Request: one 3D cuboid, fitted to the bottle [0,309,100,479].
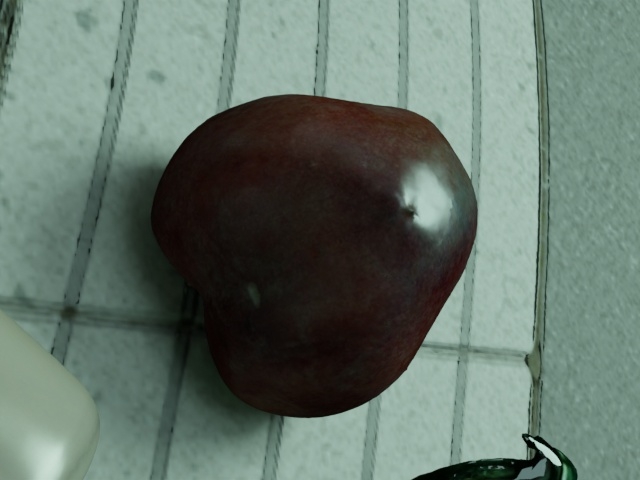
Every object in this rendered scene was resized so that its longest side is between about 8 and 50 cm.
[{"bbox_3d":[-0.201,0.033,0.497,0.236,0.147,0.147,44,45,-11],"label":"bottle"}]

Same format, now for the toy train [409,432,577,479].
[{"bbox_3d":[0.050,0.182,0.586,0.301,0.202,0.120,37,33,-52],"label":"toy train"}]

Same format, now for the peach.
[{"bbox_3d":[0.000,0.000,0.710,0.152,0.152,0.152,22,57,-38],"label":"peach"}]
